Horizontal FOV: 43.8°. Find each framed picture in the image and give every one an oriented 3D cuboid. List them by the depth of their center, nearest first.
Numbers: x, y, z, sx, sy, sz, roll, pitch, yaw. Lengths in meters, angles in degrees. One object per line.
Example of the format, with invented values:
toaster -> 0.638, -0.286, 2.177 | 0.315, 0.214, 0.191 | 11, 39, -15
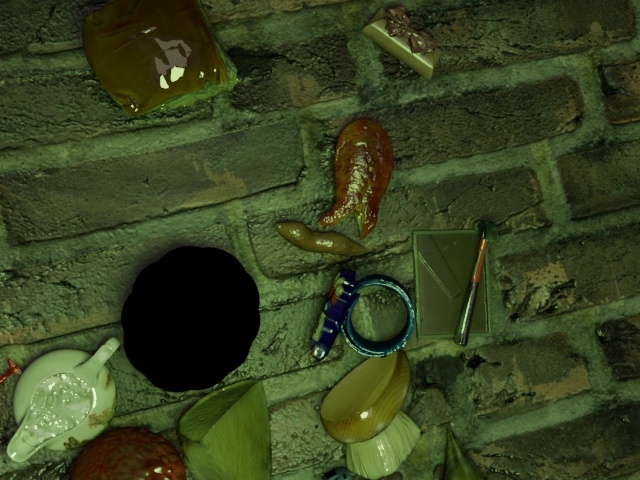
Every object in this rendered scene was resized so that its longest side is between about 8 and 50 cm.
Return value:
framed picture -> 0.303, 0.100, 1.830 | 0.184, 0.016, 0.250 | -2, 85, -9

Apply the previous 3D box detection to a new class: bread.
bread -> -0.335, -0.388, 1.667 | 0.279, 0.225, 0.250 | -26, 88, -6
bread -> 0.090, -0.142, 1.777 | 0.139, 0.095, 0.269 | 14, 78, -10

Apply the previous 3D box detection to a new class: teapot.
teapot -> -0.512, 0.314, 1.615 | 0.204, 0.139, 0.298 | 35, 81, -2

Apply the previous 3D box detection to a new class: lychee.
lychee -> -0.388, 0.503, 1.578 | 0.255, 0.300, 0.255 | 19, 60, -36

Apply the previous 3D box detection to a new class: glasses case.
glasses case -> 0.206, -0.475, 1.841 | 0.193, 0.070, 0.102 | 35, 79, -5

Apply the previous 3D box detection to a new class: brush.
brush -> 0.132, 0.362, 1.715 | 0.267, 0.174, 0.166 | -46, 113, -33

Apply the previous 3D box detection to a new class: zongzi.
zongzi -> 0.268, 0.600, 1.731 | 0.286, 0.138, 0.300 | -32, 77, -3

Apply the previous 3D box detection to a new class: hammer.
hammer -> 0.346, 0.095, 1.791 | 0.033, 0.111, 0.288 | 13, 91, -9

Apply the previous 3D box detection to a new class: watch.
watch -> 0.100, 0.165, 1.710 | 0.200, 0.171, 0.196 | 19, 106, 1

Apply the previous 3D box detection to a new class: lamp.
lamp -> -0.271, 0.154, 1.620 | 0.305, 0.239, 0.306 | -18, 116, -42

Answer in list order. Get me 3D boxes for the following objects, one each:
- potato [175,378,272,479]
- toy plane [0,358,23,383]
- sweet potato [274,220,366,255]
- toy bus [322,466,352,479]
potato -> -0.192, 0.455, 1.629 | 0.112, 0.269, 0.255 | -8, 102, 25
toy plane -> -0.703, 0.319, 1.618 | 0.126, 0.077, 0.194 | 29, 73, -9
sweet potato -> -0.002, 0.002, 1.769 | 0.218, 0.065, 0.051 | 16, 49, -17
toy bus -> 0.019, 0.633, 1.678 | 0.133, 0.125, 0.292 | -1, 86, -9
